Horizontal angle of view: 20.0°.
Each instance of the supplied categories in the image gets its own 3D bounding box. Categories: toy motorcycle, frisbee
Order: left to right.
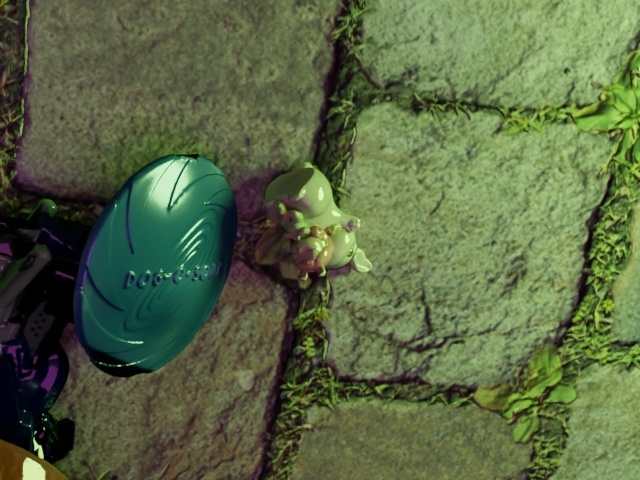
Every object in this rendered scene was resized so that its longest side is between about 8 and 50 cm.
[{"bbox_3d":[-0.320,0.121,1.881,0.196,0.125,0.331,20,114,-16],"label":"toy motorcycle"},{"bbox_3d":[-0.155,0.030,1.840,0.242,0.045,0.242,-33,134,-42],"label":"frisbee"}]

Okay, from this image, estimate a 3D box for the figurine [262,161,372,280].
[{"bbox_3d":[-0.009,0.001,1.917,0.098,0.081,0.146,-45,121,-32],"label":"figurine"}]

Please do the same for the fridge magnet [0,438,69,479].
[{"bbox_3d":[-0.386,0.303,1.863,0.363,0.155,0.363,7,146,5],"label":"fridge magnet"}]
